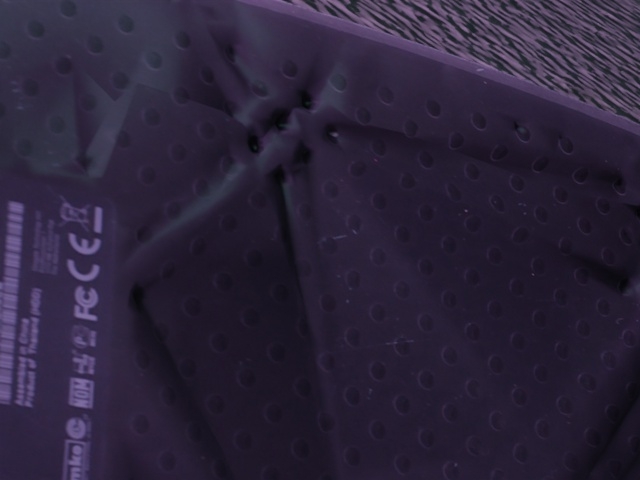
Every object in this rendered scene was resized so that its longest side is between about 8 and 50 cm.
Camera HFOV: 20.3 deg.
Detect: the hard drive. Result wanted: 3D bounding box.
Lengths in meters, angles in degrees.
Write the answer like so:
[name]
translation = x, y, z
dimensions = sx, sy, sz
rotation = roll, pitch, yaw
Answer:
[hard drive]
translation = -0.014, 0.039, 0.350
dimensions = 0.255, 0.054, 0.172
rotation = 12, 68, -31
